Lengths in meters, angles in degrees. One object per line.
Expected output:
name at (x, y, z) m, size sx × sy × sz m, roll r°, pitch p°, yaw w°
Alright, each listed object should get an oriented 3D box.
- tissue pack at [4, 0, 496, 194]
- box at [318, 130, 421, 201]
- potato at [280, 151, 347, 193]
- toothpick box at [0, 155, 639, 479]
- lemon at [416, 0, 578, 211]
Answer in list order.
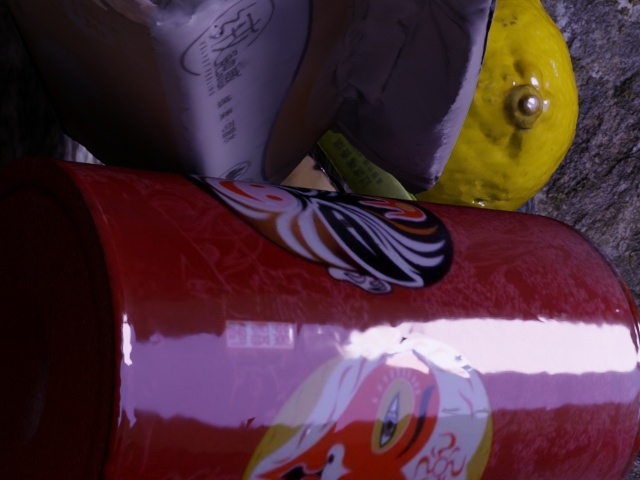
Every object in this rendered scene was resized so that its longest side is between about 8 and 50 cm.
tissue pack at (-0.018, -0.126, 0.644) m, size 0.305 × 0.238 × 0.239 m, roll 97°, pitch -1°, yaw -74°
box at (0.043, -0.060, 1.102) m, size 0.311 × 0.043 × 0.173 m, roll 56°, pitch 5°, yaw 20°
potato at (0.000, 0.000, 1.082) m, size 0.138 × 0.098 × 0.243 m, roll 55°, pitch 6°, yaw 33°
toothpick box at (-0.009, 0.071, 0.670) m, size 0.333 × 0.204 × 0.204 m, roll 6°, pitch 84°, yaw -37°
lemon at (0.129, -0.144, 1.291) m, size 0.322 × 0.268 × 0.268 m, roll 168°, pitch -76°, yaw -78°
